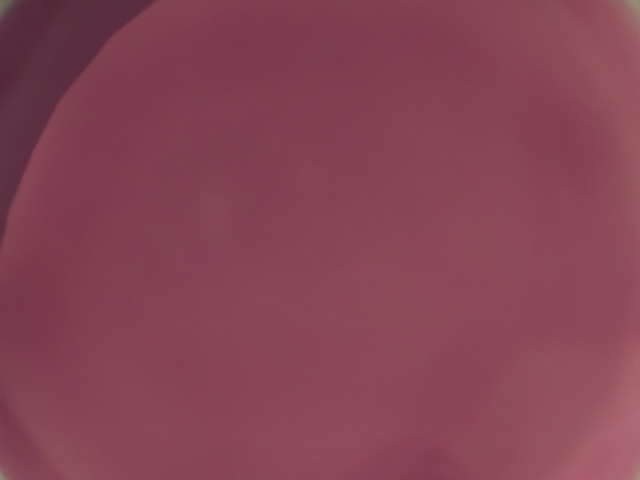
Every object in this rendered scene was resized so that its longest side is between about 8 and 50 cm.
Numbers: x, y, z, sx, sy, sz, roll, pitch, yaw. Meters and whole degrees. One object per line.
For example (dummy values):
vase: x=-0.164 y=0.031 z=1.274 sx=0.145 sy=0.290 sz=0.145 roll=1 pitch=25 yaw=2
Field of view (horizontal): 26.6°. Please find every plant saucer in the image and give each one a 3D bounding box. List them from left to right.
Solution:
plant saucer: x=0.000 y=0.000 z=0.398 sx=0.332 sy=0.084 sz=0.332 roll=0 pitch=93 yaw=3
